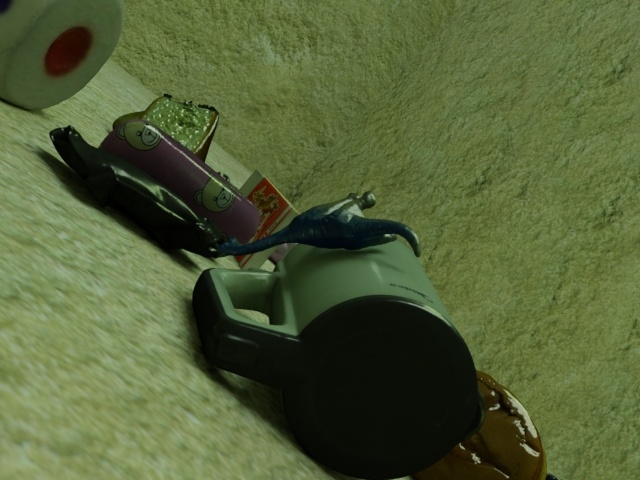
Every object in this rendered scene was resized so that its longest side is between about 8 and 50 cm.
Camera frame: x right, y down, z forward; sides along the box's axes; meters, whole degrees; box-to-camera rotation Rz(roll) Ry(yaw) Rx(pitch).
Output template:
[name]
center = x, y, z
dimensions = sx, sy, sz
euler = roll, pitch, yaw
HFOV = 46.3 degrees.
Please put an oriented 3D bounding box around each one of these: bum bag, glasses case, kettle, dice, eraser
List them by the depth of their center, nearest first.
[kettle]
center = 0.007, 0.113, 0.996
dimensions = 0.361, 0.250, 0.377
euler = 22, 10, -7
[bum bag]
center = -0.258, -0.054, 1.095
dimensions = 0.326, 0.080, 0.142
euler = 36, 0, -37
[dice]
center = -0.470, -0.369, 1.144
dimensions = 0.251, 0.243, 0.259
euler = 43, 6, 5
[glasses case]
center = -0.229, -0.078, 1.237
dimensions = 0.316, 0.123, 0.076
euler = 40, 10, -40
[eraser]
center = -0.135, -0.043, 1.548
dimensions = 0.038, 0.157, 0.230
euler = 36, 7, -34

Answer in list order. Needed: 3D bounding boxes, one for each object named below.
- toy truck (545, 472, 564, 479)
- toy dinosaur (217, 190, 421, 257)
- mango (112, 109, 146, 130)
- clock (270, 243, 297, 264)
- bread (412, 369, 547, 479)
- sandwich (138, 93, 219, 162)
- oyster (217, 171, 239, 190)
[toy truck]
center = 0.443, 0.544, 1.153
dimensions = 0.367, 0.146, 0.175
euler = 49, -1, 34
[toy dinosaur]
center = 0.000, 0.000, 0.987
dimensions = 0.247, 0.188, 0.075
euler = 22, -49, 50
[mango]
center = -0.355, -0.234, 1.704
dimensions = 0.146, 0.129, 0.289
euler = 45, 13, 1
[clock]
center = -0.103, 0.002, 1.919
dimensions = 0.248, 0.090, 0.227
euler = 46, 5, 14
[bread]
center = 0.222, 0.303, 1.161
dimensions = 0.269, 0.195, 0.143
euler = 41, -5, 48
[sandwich]
center = -0.273, -0.143, 1.363
dimensions = 0.122, 0.128, 0.236
euler = 26, -40, -1
[oyster]
center = -0.188, -0.061, 1.736
dimensions = 0.252, 0.087, 0.199
euler = 61, -14, 9
